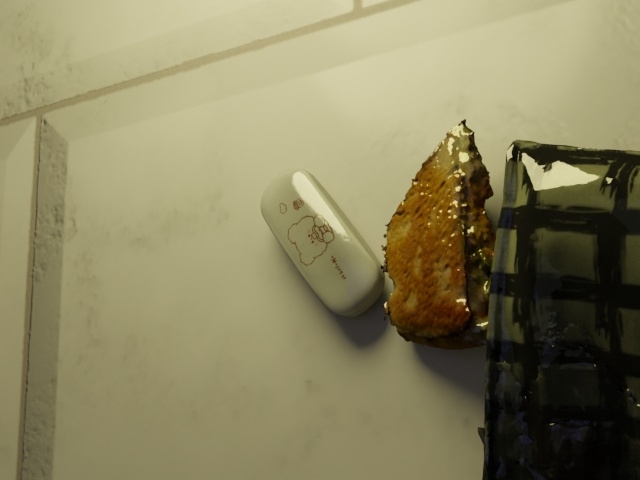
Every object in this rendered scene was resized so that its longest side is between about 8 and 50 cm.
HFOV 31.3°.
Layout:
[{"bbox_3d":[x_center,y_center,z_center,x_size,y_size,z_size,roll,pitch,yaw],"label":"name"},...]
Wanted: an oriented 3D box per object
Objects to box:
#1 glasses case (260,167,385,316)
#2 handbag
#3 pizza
[{"bbox_3d":[0.000,0.000,1.241,0.074,0.049,0.193,-44,57,15],"label":"glasses case"},{"bbox_3d":[0.300,0.083,0.971,0.325,0.162,0.326,6,87,37],"label":"handbag"},{"bbox_3d":[0.129,0.007,1.153,0.147,0.069,0.226,-29,57,47],"label":"pizza"}]
